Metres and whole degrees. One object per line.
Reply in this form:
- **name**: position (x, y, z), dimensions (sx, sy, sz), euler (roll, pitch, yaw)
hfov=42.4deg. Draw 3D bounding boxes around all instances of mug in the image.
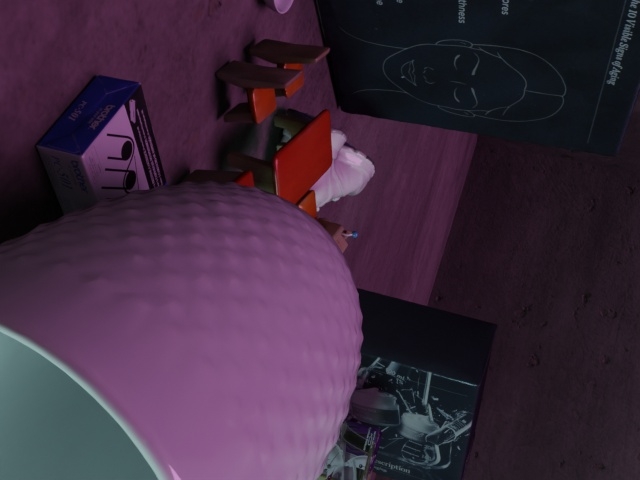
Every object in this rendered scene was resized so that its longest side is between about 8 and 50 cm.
- **mug**: position (-0.142, 0.125, 0.635), dimensions (0.374, 0.276, 0.328), euler (-45, 179, 34)

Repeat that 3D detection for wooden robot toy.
- **wooden robot toy**: position (0.000, 0.000, 1.435), dimensions (0.079, 0.076, 0.173), euler (59, 33, -17)

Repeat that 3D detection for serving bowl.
- **serving bowl**: position (-0.053, -0.318, 0.997), dimensions (0.083, 0.027, 0.083), euler (12, 90, -75)

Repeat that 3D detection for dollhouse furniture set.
- **dollhouse furniture set**: position (-0.044, -0.071, 0.972), dimensions (0.259, 0.135, 0.262), euler (-50, 143, -48)

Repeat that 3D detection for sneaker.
- **sneaker**: position (-0.006, -0.104, 1.254), dimensions (0.129, 0.111, 0.297), euler (-65, 158, 2)

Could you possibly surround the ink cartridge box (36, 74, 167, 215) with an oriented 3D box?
- **ink cartridge box**: position (-0.180, -0.034, 0.743), dimensions (0.207, 0.046, 0.097), euler (86, 24, -48)

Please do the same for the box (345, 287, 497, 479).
- **box**: position (0.138, 0.287, 1.600), dimensions (0.179, 0.343, 0.313), euler (-56, 154, -51)

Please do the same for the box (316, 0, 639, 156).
- **box**: position (0.261, -0.396, 1.219), dimensions (0.480, 0.471, 0.297), euler (72, 34, -63)

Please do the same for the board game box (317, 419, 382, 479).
- **board game box**: position (-0.046, 0.445, 1.326), dimensions (0.056, 0.208, 0.347), euler (59, 45, -65)
